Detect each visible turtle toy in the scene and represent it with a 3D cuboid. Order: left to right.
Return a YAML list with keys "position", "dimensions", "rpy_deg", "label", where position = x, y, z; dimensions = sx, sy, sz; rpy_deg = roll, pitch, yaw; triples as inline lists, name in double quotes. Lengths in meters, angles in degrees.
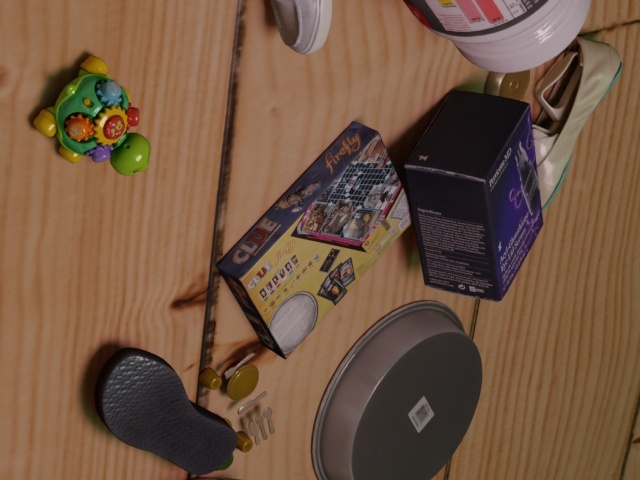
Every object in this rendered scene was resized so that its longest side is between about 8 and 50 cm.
- position: [-0.212, -0.112, 1.718]
  dimensions: [0.095, 0.066, 0.130]
  rpy_deg: [-52, 142, -11]
  label: "turtle toy"

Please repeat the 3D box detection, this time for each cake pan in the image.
- position: [0.111, 0.222, 2.311]
  dimensions: [0.293, 0.054, 0.293]
  rpy_deg: [-27, 131, -36]
  label: "cake pan"

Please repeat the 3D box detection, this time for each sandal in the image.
- position: [-0.183, 0.193, 1.965]
  dimensions: [0.097, 0.054, 0.254]
  rpy_deg: [-43, 142, -4]
  label: "sandal"

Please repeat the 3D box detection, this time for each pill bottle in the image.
- position: [0.156, -0.339, 1.870]
  dimensions: [0.210, 0.210, 0.363]
  rpy_deg: [-55, 145, -7]
  label: "pill bottle"

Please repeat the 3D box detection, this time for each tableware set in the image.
- position: [-0.109, 0.203, 2.077]
  dimensions: [0.104, 0.024, 0.154]
  rpy_deg: [-37, 138, -23]
  label: "tableware set"

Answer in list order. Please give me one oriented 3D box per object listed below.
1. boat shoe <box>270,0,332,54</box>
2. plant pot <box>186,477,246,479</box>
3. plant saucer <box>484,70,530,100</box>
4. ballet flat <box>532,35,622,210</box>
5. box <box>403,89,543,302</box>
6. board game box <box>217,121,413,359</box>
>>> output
- position: [-0.045, -0.291, 1.794]
  dimensions: [0.081, 0.079, 0.227]
  rpy_deg: [-24, 124, -29]
  label: "boat shoe"
- position: [-0.115, 0.384, 2.060]
  dimensions: [0.205, 0.205, 0.188]
  rpy_deg: [0, 97, -49]
  label: "plant pot"
- position: [0.240, -0.199, 2.219]
  dimensions: [0.083, 0.015, 0.083]
  rpy_deg: [-27, 132, -36]
  label: "plant saucer"
- position: [0.301, -0.154, 2.278]
  dimensions: [0.086, 0.086, 0.248]
  rpy_deg: [28, 89, -53]
  label: "ballet flat"
- position: [0.191, -0.054, 2.147]
  dimensions: [0.153, 0.108, 0.207]
  rpy_deg: [-57, 148, -37]
  label: "box"
- position: [0.000, 0.000, 2.051]
  dimensions: [0.243, 0.042, 0.165]
  rpy_deg: [-46, 141, -18]
  label: "board game box"
